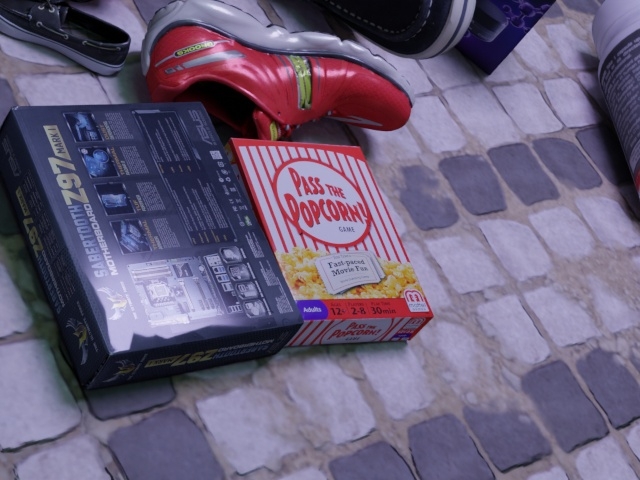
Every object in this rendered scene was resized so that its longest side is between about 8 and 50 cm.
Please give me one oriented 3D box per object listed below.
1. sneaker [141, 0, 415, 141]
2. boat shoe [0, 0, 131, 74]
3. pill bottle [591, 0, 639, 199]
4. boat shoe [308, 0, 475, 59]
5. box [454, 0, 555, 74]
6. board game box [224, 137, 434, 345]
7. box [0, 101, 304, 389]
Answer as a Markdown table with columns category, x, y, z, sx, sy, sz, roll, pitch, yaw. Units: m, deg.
| category | x | y | z | sx | sy | sz | roll | pitch | yaw |
| --- | --- | --- | --- | --- | --- | --- | --- | --- | --- |
| sneaker | -0.040 | -0.132 | 1.182 | 0.279 | 0.107 | 0.118 | 11 | 67 | -24 |
| boat shoe | -0.236 | -0.197 | 1.116 | 0.142 | 0.040 | 0.049 | 24 | 44 | -18 |
| pill bottle | 0.423 | -0.169 | 1.477 | 0.161 | 0.161 | 0.283 | 13 | 48 | -27 |
| boat shoe | -0.040 | -0.363 | 1.303 | 0.156 | 0.187 | 0.500 | -23 | 64 | -43 |
| box | 0.149 | -0.337 | 1.396 | 0.261 | 0.184 | 0.103 | 39 | 59 | 0 |
| board game box | 0.000 | 0.000 | 1.113 | 0.146 | 0.045 | 0.194 | 0 | 55 | -36 |
| box | -0.140 | -0.005 | 1.006 | 0.183 | 0.059 | 0.233 | -7 | 60 | -40 |
